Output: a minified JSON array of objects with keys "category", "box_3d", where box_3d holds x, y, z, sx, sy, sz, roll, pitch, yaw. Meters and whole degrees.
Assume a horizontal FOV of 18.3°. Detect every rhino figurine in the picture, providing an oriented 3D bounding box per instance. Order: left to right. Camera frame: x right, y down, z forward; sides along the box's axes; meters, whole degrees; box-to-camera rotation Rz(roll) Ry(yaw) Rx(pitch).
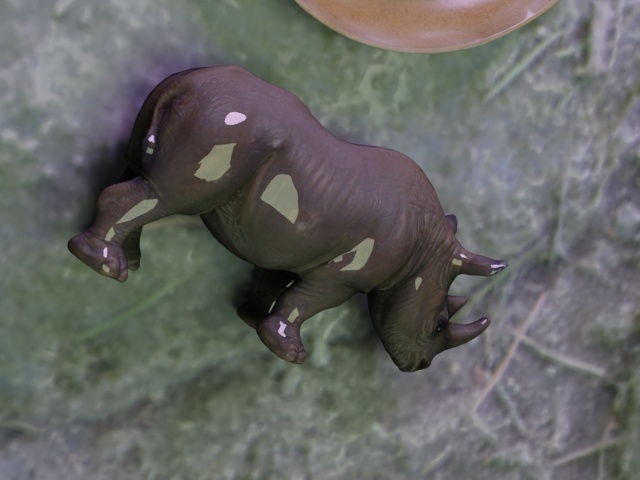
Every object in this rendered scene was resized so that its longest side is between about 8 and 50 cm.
[{"category":"rhino figurine","box_3d":[0.000,0.000,0.907,0.243,0.073,0.106,27,97,-38]}]

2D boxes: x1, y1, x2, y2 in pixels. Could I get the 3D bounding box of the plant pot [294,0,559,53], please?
[{"category":"plant pot","box_3d":[0.054,-0.201,0.884,0.236,0.032,0.236,-12,114,-27]}]
